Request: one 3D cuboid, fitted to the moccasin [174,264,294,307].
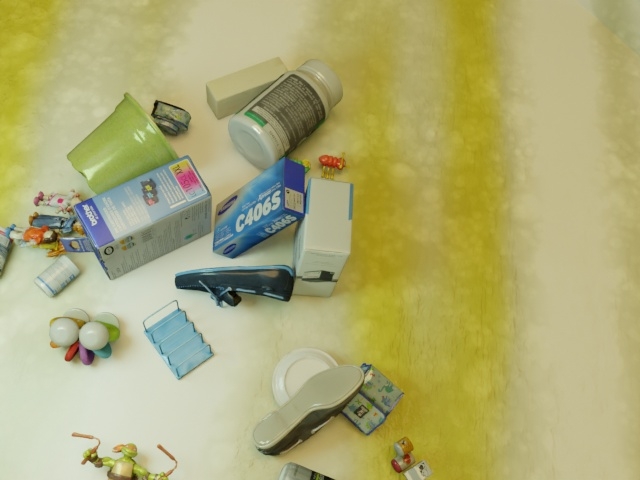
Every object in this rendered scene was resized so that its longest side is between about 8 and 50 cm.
[{"bbox_3d":[-0.245,0.130,1.837,0.342,0.138,0.117,-3,88,14],"label":"moccasin"}]

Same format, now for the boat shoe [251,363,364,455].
[{"bbox_3d":[-0.025,0.441,1.719,0.335,0.095,0.112,-33,49,-5],"label":"boat shoe"}]

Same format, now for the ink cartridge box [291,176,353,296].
[{"bbox_3d":[0.000,0.000,1.861,0.129,0.307,0.223,6,63,-7],"label":"ink cartridge box"}]

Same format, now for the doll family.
[{"bbox_3d":[-0.763,-0.035,1.897,0.163,0.118,0.263,8,39,4],"label":"doll family"}]

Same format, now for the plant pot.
[{"bbox_3d":[-0.590,-0.251,1.952,0.254,0.276,0.276,-38,74,-11],"label":"plant pot"}]

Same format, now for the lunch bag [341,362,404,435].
[{"bbox_3d":[0.126,0.427,1.779,0.129,0.096,0.151,43,77,-3],"label":"lunch bag"}]

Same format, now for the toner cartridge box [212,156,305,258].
[{"bbox_3d":[-0.179,-0.084,1.866,0.075,0.348,0.165,22,56,-34],"label":"toner cartridge box"}]

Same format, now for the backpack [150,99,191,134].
[{"bbox_3d":[-0.475,-0.385,2.106,0.114,0.105,0.084,16,85,0],"label":"backpack"}]

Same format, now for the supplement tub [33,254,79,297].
[{"bbox_3d":[-0.736,0.100,1.845,0.071,0.071,0.107,39,66,12],"label":"supplement tub"}]

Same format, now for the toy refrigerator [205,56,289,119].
[{"bbox_3d":[-0.242,-0.510,2.197,0.269,0.102,0.094,-26,70,-18],"label":"toy refrigerator"}]

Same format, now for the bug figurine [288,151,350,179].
[{"bbox_3d":[-0.020,-0.175,2.077,0.216,0.072,0.279,8,63,-3],"label":"bug figurine"}]

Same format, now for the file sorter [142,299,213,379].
[{"bbox_3d":[-0.387,0.264,1.792,0.118,0.104,0.170,-34,72,-22],"label":"file sorter"}]

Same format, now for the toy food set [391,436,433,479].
[{"bbox_3d":[0.234,0.632,1.686,0.104,0.111,0.232,-26,73,-19],"label":"toy food set"}]

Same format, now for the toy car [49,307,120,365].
[{"bbox_3d":[-0.627,0.263,1.753,0.182,0.159,0.136,8,98,-4],"label":"toy car"}]

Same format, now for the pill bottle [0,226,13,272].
[{"bbox_3d":[-0.930,0.052,1.823,0.108,0.108,0.180,10,63,-3],"label":"pill bottle"}]

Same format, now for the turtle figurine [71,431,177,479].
[{"bbox_3d":[-0.507,0.588,1.625,0.269,0.087,0.217,19,70,-7],"label":"turtle figurine"}]

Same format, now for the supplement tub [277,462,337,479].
[{"bbox_3d":[0.026,0.680,1.590,0.316,0.193,0.193,21,63,3],"label":"supplement tub"}]

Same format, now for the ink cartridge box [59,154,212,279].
[{"bbox_3d":[-0.507,-0.045,1.831,0.395,0.270,0.151,-29,76,-19],"label":"ink cartridge box"}]

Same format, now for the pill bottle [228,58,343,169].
[{"bbox_3d":[-0.104,-0.409,2.108,0.204,0.204,0.361,39,66,12],"label":"pill bottle"}]

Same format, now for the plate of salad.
[{"bbox_3d":[-0.034,0.392,1.804,0.200,0.048,0.200,4,67,-9],"label":"plate of salad"}]
